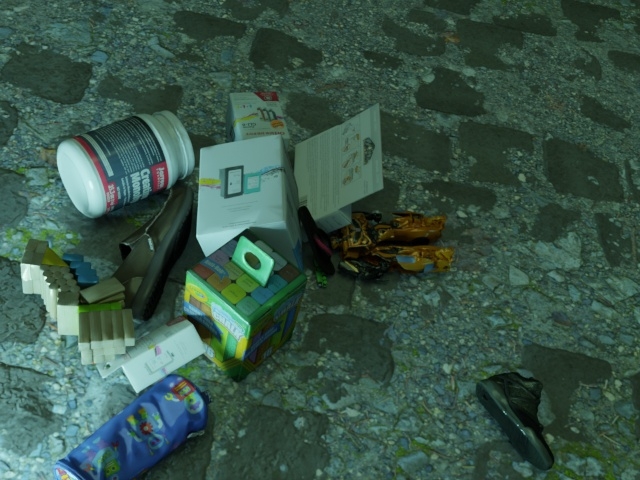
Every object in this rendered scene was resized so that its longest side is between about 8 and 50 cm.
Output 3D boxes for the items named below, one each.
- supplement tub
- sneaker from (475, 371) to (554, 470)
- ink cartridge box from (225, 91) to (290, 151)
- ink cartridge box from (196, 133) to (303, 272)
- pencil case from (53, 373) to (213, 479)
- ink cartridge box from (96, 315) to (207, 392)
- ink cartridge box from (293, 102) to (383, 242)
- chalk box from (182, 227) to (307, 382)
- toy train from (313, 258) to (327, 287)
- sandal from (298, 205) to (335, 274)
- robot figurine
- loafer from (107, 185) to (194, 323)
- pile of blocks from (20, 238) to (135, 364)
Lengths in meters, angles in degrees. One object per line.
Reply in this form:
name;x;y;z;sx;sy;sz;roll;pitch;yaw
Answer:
supplement tub;-0.452;-0.183;1.992;0.272;0.191;0.191;-26;60;-29
sneaker;0.442;0.368;1.802;0.130;0.087;0.227;-20;52;-19
ink cartridge box;-0.162;-0.273;2.177;0.128;0.127;0.176;-5;53;-17
ink cartridge box;-0.156;-0.067;1.928;0.197;0.198;0.270;-9;50;6
pencil case;-0.341;0.377;1.596;0.133;0.119;0.306;47;55;9
ink cartridge box;-0.337;0.233;1.699;0.198;0.115;0.067;-29;104;-16
ink cartridge box;0.053;-0.165;2.072;0.261;0.066;0.296;-23;44;26
chalk box;-0.157;0.115;1.744;0.180;0.289;0.179;38;53;19
toy train;-0.001;0.075;1.994;0.024;0.017;0.083;-7;52;-6
sandal;0.000;0.000;1.969;0.040;0.179;0.067;-18;17;17
robot figurine;0.164;0.000;2.049;0.291;0.085;0.211;2;49;-12
loafer;-0.379;0.008;1.886;0.130;0.133;0.365;17;49;1
pile of blocks;-0.494;0.133;1.760;0.149;0.112;0.362;-22;50;-34
